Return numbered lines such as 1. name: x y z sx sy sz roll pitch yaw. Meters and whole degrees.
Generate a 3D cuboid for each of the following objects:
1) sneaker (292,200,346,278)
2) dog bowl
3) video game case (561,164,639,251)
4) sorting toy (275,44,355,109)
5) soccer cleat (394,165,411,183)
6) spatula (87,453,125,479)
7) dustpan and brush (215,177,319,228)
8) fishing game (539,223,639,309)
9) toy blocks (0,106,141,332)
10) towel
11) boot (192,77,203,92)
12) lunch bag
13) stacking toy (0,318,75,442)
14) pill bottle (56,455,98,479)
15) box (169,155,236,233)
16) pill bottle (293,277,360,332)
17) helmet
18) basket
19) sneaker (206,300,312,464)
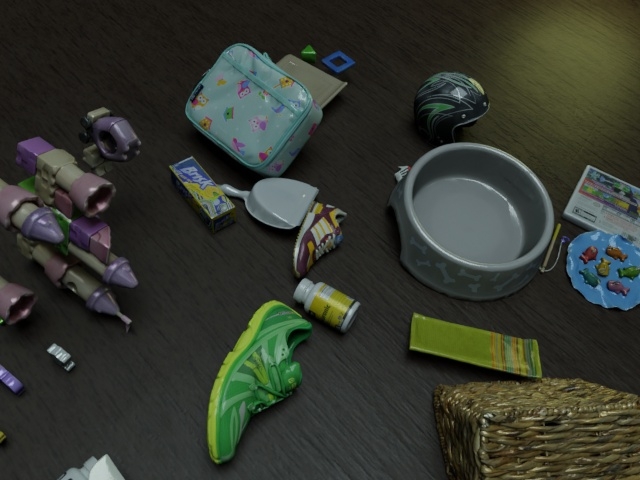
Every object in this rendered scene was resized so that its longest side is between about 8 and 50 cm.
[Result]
1. sneaker: 0.000 0.000 1.195 0.084 0.069 0.185 14 55 5
2. dog bowl: 0.312 -0.053 1.232 0.349 0.102 0.348 3 60 -6
3. video game case: 0.670 -0.068 1.357 0.201 0.023 0.183 29 56 15
4. sorting toy: -0.061 -0.361 1.462 0.196 0.047 0.347 30 59 19
5. soccer cleat: 0.181 -0.136 1.343 0.036 0.029 0.083 10 54 18
6. spatula: -0.303 0.447 0.824 0.168 0.019 0.242 -32 81 -34
7. dustpan and brush: -0.126 -0.092 1.262 0.211 0.060 0.147 24 43 2
8. fishing game: 0.604 0.054 1.242 0.264 0.041 0.189 28 63 15
9. toy blocks: -0.395 -0.013 1.021 0.260 0.288 0.309 33 40 11
10. towel: 0.282 0.191 1.096 0.237 0.021 0.102 13 29 4
11. boot: -0.231 -0.365 1.425 0.099 0.045 0.121 27 55 36
12. lunch bag: -0.147 -0.288 1.299 0.279 0.108 0.224 40 97 22
13. stacking toy: -0.543 0.208 0.988 0.221 0.052 0.167 29 56 14
14. pill bottle: -0.368 0.378 0.877 0.067 0.067 0.120 38 59 19
15. box: -0.246 -0.097 1.243 0.059 0.054 0.169 -30 62 -25
16. pill bottle: 0.010 0.117 1.114 0.116 0.065 0.065 28 56 14
17. helmet: 0.303 -0.314 1.402 0.169 0.161 0.169 3 54 -5
18. basket: 0.357 0.349 0.973 0.299 0.223 0.213 -2 87 -9
19. sneaker: -0.097 0.228 0.993 0.124 0.109 0.295 18 54 11
